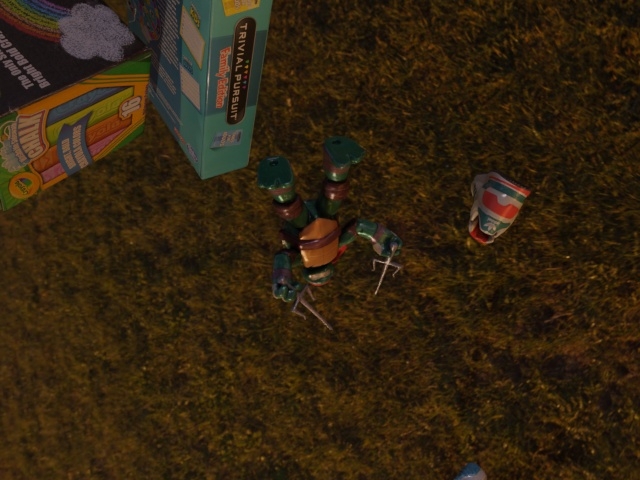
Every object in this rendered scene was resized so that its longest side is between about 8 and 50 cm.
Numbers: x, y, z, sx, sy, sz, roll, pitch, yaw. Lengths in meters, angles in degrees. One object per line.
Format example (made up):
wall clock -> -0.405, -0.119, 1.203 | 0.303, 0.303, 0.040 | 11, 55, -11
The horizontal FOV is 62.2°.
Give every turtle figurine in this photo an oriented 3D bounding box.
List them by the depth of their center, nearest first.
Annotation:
turtle figurine -> 0.000, 0.000, 0.622 | 0.118, 0.175, 0.234 | 35, 149, 38

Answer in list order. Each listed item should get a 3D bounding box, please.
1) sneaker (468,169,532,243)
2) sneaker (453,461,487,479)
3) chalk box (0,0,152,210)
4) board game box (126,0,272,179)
sneaker -> 0.198, -0.037, 0.636 | 0.057, 0.161, 0.075 | 30, 95, 5
sneaker -> 0.197, 0.392, 0.667 | 0.092, 0.087, 0.228 | 8, 101, 38
chalk box -> -0.378, -0.172, 0.634 | 0.180, 0.289, 0.179 | 46, 147, 6
board game box -> -0.166, -0.287, 0.679 | 0.253, 0.079, 0.336 | 53, 148, 24
